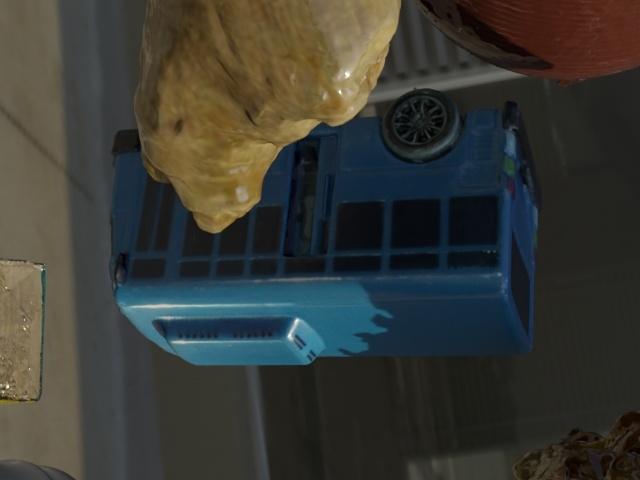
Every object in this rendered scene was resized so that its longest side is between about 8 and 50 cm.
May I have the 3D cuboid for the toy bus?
[{"bbox_3d":[0.000,0.000,0.563,0.090,0.184,0.106,54,37,-61],"label":"toy bus"}]

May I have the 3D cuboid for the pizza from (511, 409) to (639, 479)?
[{"bbox_3d":[0.139,0.100,0.524,0.154,0.194,0.069,-33,101,-37],"label":"pizza"}]

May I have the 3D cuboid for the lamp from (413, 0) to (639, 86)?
[{"bbox_3d":[0.117,-0.186,0.564,0.258,0.180,0.180,93,-7,-54],"label":"lamp"}]

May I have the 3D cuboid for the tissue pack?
[{"bbox_3d":[-0.317,0.072,1.040,0.082,0.169,0.120,8,83,-69],"label":"tissue pack"}]

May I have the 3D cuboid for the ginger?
[{"bbox_3d":[-0.021,-0.101,0.408,0.137,0.074,0.213,12,-72,48],"label":"ginger"}]

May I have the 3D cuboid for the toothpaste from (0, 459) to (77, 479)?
[{"bbox_3d":[-0.032,0.123,0.358,0.266,0.096,0.061,43,35,-41],"label":"toothpaste"}]
